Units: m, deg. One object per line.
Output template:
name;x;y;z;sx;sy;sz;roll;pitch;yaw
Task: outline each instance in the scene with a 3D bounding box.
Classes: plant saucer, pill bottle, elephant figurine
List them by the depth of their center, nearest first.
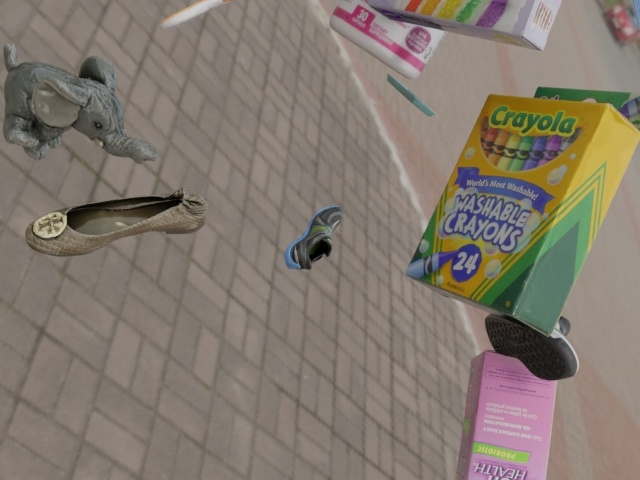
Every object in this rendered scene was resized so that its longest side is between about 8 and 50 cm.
pill bottle;0.150;-0.394;1.227;0.160;0.283;0.160;31;11;-7
elephant figurine;-0.400;-0.227;1.397;0.186;0.239;0.169;43;49;-53
plant saucer;0.196;-0.321;1.852;0.067;0.018;0.192;34;15;-26

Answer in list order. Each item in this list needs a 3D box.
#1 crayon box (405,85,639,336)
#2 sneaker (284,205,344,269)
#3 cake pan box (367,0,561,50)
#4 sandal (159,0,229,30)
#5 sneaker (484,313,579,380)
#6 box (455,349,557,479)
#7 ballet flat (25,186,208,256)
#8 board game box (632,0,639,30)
crayon box;0.259;-0.065;1.057;0.083;0.203;0.323;28;85;-34
sneaker;0.000;0.000;1.739;0.188;0.078;0.067;-51;143;-38
cake pan box;0.209;-0.390;1.047;0.245;0.267;0.070;26;8;35
sandal;-0.209;-0.499;1.650;0.265;0.102;0.076;-32;106;-19
sneaker;0.316;0.127;1.190;0.234;0.097;0.084;-148;-139;-75
box;0.293;0.311;1.350;0.213;0.117;0.243;67;32;-78
ballet flat;-0.276;-0.032;1.151;0.249;0.058;0.084;-8;53;-18
board game box;0.270;-0.161;0.396;0.160;0.211;0.039;-46;122;-48
